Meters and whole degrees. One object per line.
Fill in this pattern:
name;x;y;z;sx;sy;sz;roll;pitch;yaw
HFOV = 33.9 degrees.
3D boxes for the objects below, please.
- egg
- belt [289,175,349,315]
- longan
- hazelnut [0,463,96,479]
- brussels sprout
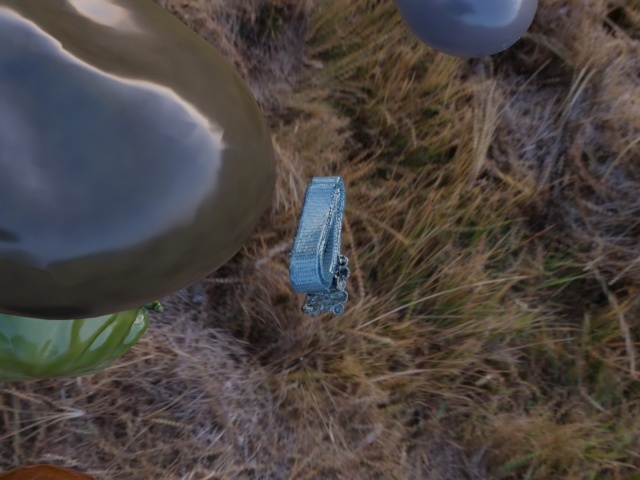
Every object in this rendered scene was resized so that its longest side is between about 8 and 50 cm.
egg;0.155;-0.270;1.116;0.146;0.198;0.146;-9;117;-18
belt;0.005;-0.001;1.382;0.065;0.100;0.179;-3;56;23
longan;-0.209;-0.070;0.806;0.350;0.288;0.288;14;83;-3
hazelnut;-0.322;0.347;1.209;0.210;0.210;0.186;47;51;4
brussels sprout;-0.452;0.014;1.489;0.361;0.425;0.342;18;94;-36
